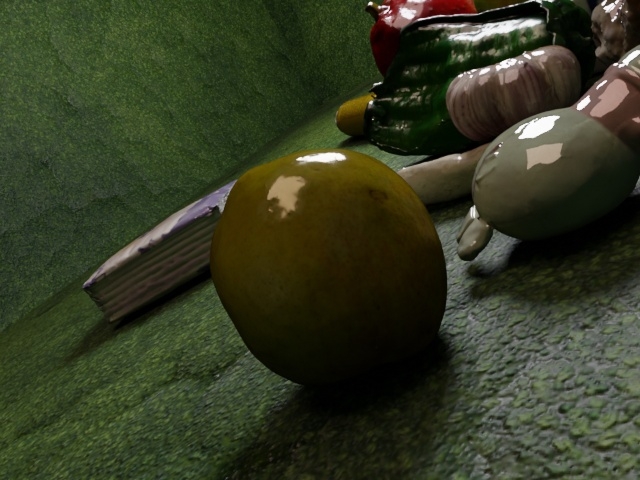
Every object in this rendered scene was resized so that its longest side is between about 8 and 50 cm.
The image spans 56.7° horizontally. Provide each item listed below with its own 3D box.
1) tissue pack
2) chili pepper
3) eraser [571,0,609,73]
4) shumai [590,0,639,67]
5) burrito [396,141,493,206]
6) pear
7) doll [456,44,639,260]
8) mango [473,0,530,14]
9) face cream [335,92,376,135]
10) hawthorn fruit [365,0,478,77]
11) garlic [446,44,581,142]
[{"bbox_3d":[-0.301,0.018,1.242,0.344,0.125,0.242,-29,15,12],"label":"tissue pack"},{"bbox_3d":[0.238,-0.244,0.929,0.167,0.213,0.385,13,-14,-42],"label":"chili pepper"},{"bbox_3d":[0.482,-0.334,0.818,0.081,0.124,0.279,-39,17,-31],"label":"eraser"},{"bbox_3d":[0.426,-0.244,0.675,0.184,0.218,0.185,-21,-28,0],"label":"shumai"},{"bbox_3d":[0.184,-0.085,0.733,0.082,0.059,0.275,-25,8,-38],"label":"burrito"},{"bbox_3d":[0.006,0.023,0.498,0.200,0.200,0.200,-29,15,8],"label":"pear"},{"bbox_3d":[0.229,-0.082,0.518,0.275,0.113,0.155,-27,18,14],"label":"doll"},{"bbox_3d":[0.309,-0.423,0.972,0.125,0.111,0.233,-10,47,-2],"label":"mango"},{"bbox_3d":[0.120,-0.336,1.596,0.105,0.105,0.349,-34,15,-10],"label":"face cream"},{"bbox_3d":[0.241,-0.463,1.356,0.265,0.307,0.265,-53,15,21],"label":"hawthorn fruit"},{"bbox_3d":[0.236,-0.170,0.716,0.159,0.102,0.147,-16,8,12],"label":"garlic"}]
